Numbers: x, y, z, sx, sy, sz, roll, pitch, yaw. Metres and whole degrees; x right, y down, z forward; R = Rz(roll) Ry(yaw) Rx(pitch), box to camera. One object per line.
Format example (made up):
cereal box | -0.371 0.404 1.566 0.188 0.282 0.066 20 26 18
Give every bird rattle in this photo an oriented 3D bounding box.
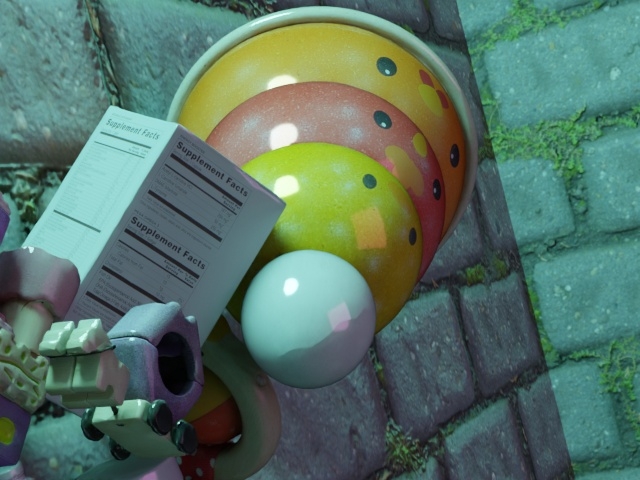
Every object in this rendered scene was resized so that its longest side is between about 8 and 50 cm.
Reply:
bird rattle | -0.125 0.169 1.238 0.143 0.207 0.253 -21 87 -47

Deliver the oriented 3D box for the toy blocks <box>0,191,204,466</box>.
toy blocks | -0.254 -0.011 0.909 0.288 0.309 0.260 50 41 -44

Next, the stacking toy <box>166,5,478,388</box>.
stacking toy | 0.000 0.000 1.280 0.480 0.350 0.351 -90 156 -63

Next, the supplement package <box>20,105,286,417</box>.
supplement package | -0.166 0.027 1.118 0.134 0.139 0.244 36 81 -35

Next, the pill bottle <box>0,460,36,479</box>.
pill bottle | -0.252 0.229 1.102 0.043 0.043 0.083 -38 111 -63

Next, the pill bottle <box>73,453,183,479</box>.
pill bottle | -0.141 0.318 1.176 0.136 0.136 0.246 -35 108 -64
